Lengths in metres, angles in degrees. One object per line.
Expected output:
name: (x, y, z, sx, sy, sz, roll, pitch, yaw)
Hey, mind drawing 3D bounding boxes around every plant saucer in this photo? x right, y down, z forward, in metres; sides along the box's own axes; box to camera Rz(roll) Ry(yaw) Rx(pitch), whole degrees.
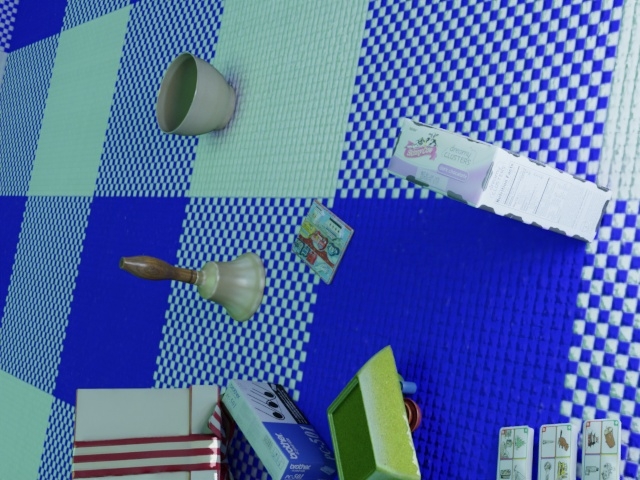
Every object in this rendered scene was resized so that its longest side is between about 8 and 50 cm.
plant saucer: (0.059, 0.263, 1.219, 0.188, 0.045, 0.188, 119, 146, -53)

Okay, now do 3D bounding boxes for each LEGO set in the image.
LEGO set: (0.266, 0.323, 0.988, 0.182, 0.060, 0.244, -24, 53, 54)

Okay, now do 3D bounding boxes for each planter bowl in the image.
planter bowl: (-0.236, -0.274, 1.783, 0.162, 0.109, 0.162, -22, 62, 48)

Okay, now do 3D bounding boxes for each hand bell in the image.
hand bell: (-0.227, 0.060, 1.551, 0.126, 0.242, 0.126, -21, 62, 48)

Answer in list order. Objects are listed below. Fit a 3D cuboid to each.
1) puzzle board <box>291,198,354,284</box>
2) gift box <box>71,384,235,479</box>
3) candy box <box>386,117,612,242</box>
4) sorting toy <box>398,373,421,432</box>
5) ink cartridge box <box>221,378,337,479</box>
puzzle board: (0.000, 0.000, 1.461, 0.128, 0.011, 0.096, 41, 112, 50)
gift box: (-0.263, 0.370, 1.465, 0.276, 0.258, 0.255, 128, 142, -70)
candy box: (0.204, -0.070, 1.049, 0.165, 0.196, 0.070, 30, 104, 54)
sorting toy: (0.098, 0.215, 1.233, 0.061, 0.042, 0.102, -61, 38, 20)
ink cartridge box: (-0.063, 0.288, 1.380, 0.207, 0.097, 0.046, 44, 115, 49)
